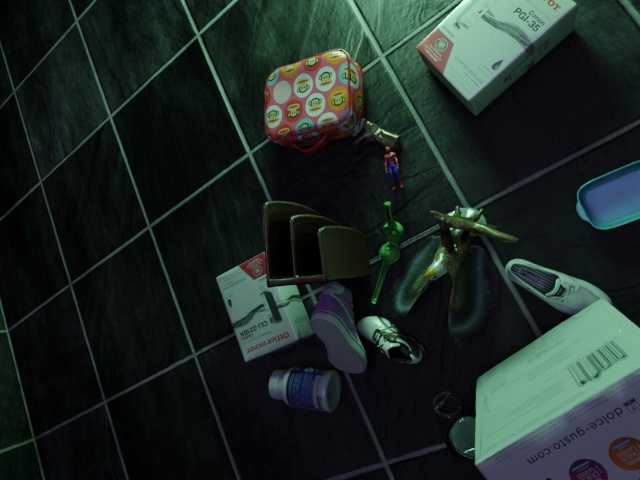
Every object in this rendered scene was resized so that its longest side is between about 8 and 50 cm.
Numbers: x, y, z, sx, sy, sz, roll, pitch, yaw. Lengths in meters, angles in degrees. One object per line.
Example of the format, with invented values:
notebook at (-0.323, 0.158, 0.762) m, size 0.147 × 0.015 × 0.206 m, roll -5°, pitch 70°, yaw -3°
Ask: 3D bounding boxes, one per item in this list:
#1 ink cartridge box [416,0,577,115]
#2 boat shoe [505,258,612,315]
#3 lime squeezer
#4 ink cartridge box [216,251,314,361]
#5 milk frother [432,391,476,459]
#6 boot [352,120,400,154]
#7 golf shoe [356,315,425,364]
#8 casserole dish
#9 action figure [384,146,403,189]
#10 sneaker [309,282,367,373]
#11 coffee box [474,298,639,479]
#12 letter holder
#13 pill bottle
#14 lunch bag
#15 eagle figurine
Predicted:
ink cartridge box at (0.408, -0.479, 0.996) m, size 0.283 × 0.117 × 0.207 m, roll -42°, pitch 71°, yaw 19°
boat shoe at (0.524, 0.112, 0.938) m, size 0.226 × 0.076 × 0.083 m, roll 23°, pitch 98°, yaw 25°
lime squeezer at (0.181, 0.022, 1.102) m, size 0.059 × 0.110 × 0.310 m, roll 10°, pitch 124°, yaw 10°
ink cartridge box at (-0.165, 0.196, 1.251) m, size 0.197 × 0.114 × 0.272 m, roll -28°, pitch 77°, yaw 22°
milk frother at (0.325, 0.429, 0.989) m, size 0.143 × 0.134 × 0.129 m, roll 28°, pitch 69°, yaw 22°
boot at (0.155, -0.262, 1.159) m, size 0.114 × 0.037 × 0.106 m, roll 33°, pitch 104°, yaw 19°
golf shoe at (0.173, 0.257, 1.096) m, size 0.198 × 0.094 × 0.077 m, roll 23°, pitch 99°, yaw 27°
casserole dish at (0.654, -0.096, 0.905) m, size 0.188 × 0.037 × 0.114 m, roll -26°, pitch 77°, yaw 24°
action figure at (0.194, -0.195, 1.129) m, size 0.038 × 0.030 × 0.115 m, roll -15°, pitch 90°, yaw 30°
sneaker at (0.069, 0.227, 1.116) m, size 0.102 × 0.282 × 0.161 m, roll -4°, pitch 42°, yaw 21°
coffee box at (0.525, 0.365, 0.760) m, size 0.338 × 0.338 × 0.334 m, roll -42°, pitch 81°, yaw 19°
letter holder at (0.000, 0.000, 1.074) m, size 0.152 × 0.302 × 0.214 m, roll -8°, pitch 84°, yaw 26°
pill bottle at (-0.046, 0.413, 1.185) m, size 0.187 × 0.112 × 0.111 m, roll -3°, pitch 87°, yaw 25°
lunch bag at (-0.021, -0.376, 1.196) m, size 0.293 × 0.120 × 0.258 m, roll -4°, pitch 84°, yaw 29°
eagle figurine at (0.303, 0.072, 1.014) m, size 0.226 × 0.225 × 0.298 m, roll -114°, pitch 23°, yaw -55°
